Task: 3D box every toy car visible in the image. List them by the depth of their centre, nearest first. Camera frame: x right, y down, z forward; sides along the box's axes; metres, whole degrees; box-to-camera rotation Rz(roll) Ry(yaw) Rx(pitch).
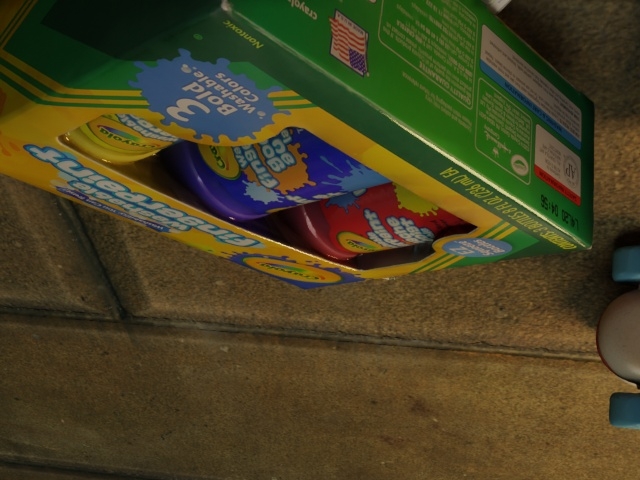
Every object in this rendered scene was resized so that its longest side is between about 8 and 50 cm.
[{"bbox_3d":[0.457,0.137,1.049,0.210,0.219,0.238,3,169,10],"label":"toy car"}]

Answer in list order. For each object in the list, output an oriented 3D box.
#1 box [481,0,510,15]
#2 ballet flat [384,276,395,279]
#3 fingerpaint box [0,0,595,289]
[{"bbox_3d":[0.086,-0.287,0.647,0.203,0.114,0.103,27,140,-20],"label":"box"},{"bbox_3d":[0.000,0.000,1.046,0.240,0.077,0.091,8,142,5],"label":"ballet flat"},{"bbox_3d":[-0.028,-0.100,0.720,0.371,0.163,0.444,-10,155,42],"label":"fingerpaint box"}]
